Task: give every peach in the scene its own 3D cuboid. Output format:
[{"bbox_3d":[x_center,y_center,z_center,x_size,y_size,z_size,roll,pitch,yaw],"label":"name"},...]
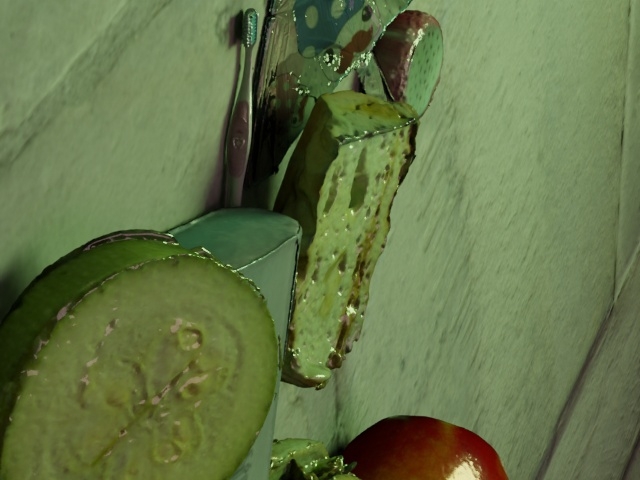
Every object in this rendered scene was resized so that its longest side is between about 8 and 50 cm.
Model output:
[{"bbox_3d":[0.085,0.286,1.522,0.196,0.190,0.226,92,15,-64],"label":"peach"}]

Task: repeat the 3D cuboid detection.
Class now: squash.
[{"bbox_3d":[-0.117,0.103,0.988,0.219,0.041,0.219,-20,123,-35],"label":"squash"}]

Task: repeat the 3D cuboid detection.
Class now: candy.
[{"bbox_3d":[0.073,-0.151,1.399,0.103,0.043,0.103,15,90,-71],"label":"candy"}]

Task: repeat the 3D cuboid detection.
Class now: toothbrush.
[{"bbox_3d":[-0.058,-0.068,1.163,0.022,0.017,0.204,-52,151,-66],"label":"toothbrush"}]

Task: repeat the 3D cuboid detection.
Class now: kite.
[{"bbox_3d":[0.024,-0.160,1.262,0.335,0.011,0.314,-52,142,-27],"label":"kite"}]

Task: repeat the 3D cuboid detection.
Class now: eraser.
[{"bbox_3d":[-0.083,0.105,1.131,0.174,0.081,0.227,-32,132,-61],"label":"eraser"}]

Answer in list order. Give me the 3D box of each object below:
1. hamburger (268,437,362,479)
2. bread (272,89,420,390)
[{"bbox_3d":[-0.031,0.276,1.322,0.189,0.122,0.215,-3,111,-61],"label":"hamburger"},{"bbox_3d":[0.000,0.000,1.234,0.128,0.088,0.232,-21,130,-59],"label":"bread"}]
